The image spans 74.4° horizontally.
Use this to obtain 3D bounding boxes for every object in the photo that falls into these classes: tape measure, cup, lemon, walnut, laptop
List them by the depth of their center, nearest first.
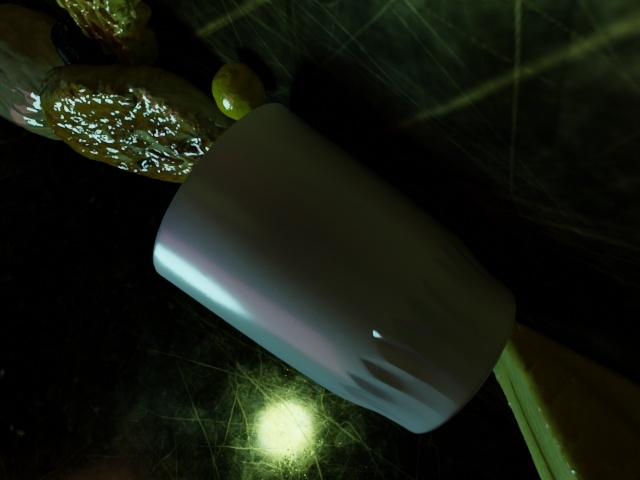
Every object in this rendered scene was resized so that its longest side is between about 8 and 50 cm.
[{"bbox_3d":[-0.096,-0.175,0.500,0.062,0.062,0.083,37,172,8],"label":"lemon"},{"bbox_3d":[0.015,0.030,0.510,0.372,0.253,0.253,35,172,6],"label":"cup"},{"bbox_3d":[-0.200,-0.251,0.676,0.207,0.026,0.154,34,169,25],"label":"laptop"},{"bbox_3d":[-0.356,-0.301,0.742,0.186,0.112,0.199,49,-176,36],"label":"tape measure"},{"bbox_3d":[-0.747,-0.443,1.113,0.344,0.306,0.306,36,172,-6],"label":"walnut"}]

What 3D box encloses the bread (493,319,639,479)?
[{"bbox_3d":[0.316,0.281,0.586,0.362,0.245,0.233,35,158,46],"label":"bread"}]

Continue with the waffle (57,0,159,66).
[{"bbox_3d":[-0.313,-0.332,0.548,0.229,0.057,0.219,39,166,0],"label":"waffle"}]

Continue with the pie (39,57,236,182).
[{"bbox_3d":[-0.267,-0.171,0.662,0.315,0.092,0.315,9,165,2],"label":"pie"}]
